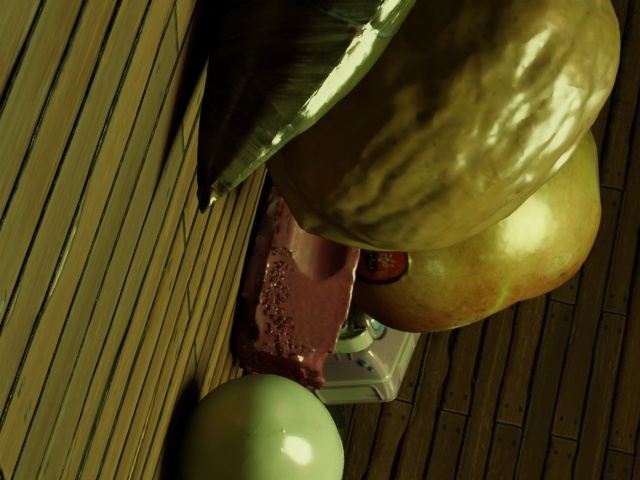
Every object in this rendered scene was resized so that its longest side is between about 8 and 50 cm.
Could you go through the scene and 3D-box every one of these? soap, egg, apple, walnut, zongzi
[{"bbox_3d":[-0.011,-0.004,1.872,0.182,0.112,0.289,107,-4,-72],"label":"soap"},{"bbox_3d":[-0.054,0.196,1.598,0.209,0.151,0.151,87,16,-71],"label":"egg"},{"bbox_3d":[0.153,-0.065,2.062,0.338,0.338,0.305,-57,129,-77],"label":"apple"},{"bbox_3d":[0.094,-0.141,1.584,0.344,0.306,0.306,-53,177,4],"label":"walnut"},{"bbox_3d":[-0.021,-0.150,1.320,0.300,0.138,0.286,-63,-177,-3],"label":"zongzi"}]

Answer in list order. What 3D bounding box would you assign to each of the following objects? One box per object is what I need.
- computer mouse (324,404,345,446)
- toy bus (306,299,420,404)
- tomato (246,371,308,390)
[{"bbox_3d":[-0.024,0.180,2.341,0.147,0.088,0.264,29,65,-63],"label":"computer mouse"},{"bbox_3d":[0.048,0.101,2.253,0.142,0.142,0.202,61,37,-32],"label":"toy bus"},{"bbox_3d":[-0.054,0.215,2.052,0.159,0.091,0.139,95,7,-45],"label":"tomato"}]
